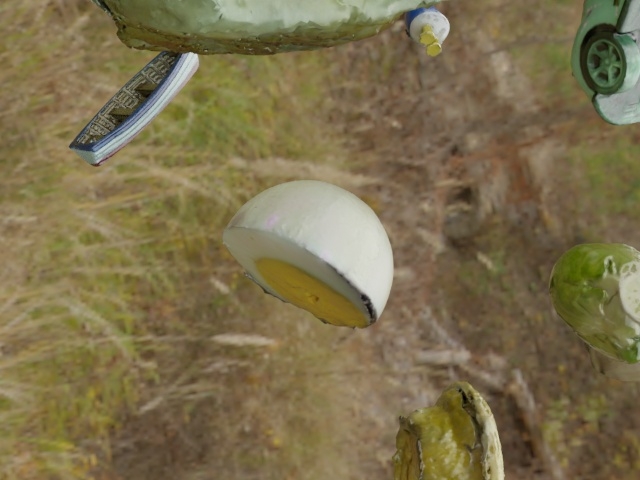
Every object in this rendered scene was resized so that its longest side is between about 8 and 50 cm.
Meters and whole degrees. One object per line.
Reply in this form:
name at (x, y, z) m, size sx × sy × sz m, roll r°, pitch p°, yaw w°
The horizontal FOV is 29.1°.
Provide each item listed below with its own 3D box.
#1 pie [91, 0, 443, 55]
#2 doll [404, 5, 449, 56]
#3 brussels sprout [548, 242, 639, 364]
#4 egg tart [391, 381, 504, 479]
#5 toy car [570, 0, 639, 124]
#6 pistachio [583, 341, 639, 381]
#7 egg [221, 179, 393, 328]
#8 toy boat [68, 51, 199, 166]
pie at (-0.038, -0.267, 1.230) m, size 0.418 × 0.395 × 0.180 m, roll -134°, pitch -145°, yaw -67°
doll at (0.135, -0.305, 1.648) m, size 0.098 × 0.058 × 0.142 m, roll 53°, pitch 18°, yaw -45°
brussels sprout at (0.323, 0.062, 1.363) m, size 0.117 × 0.155 × 0.155 m, roll -45°, pitch 129°, yaw -18°
egg tart at (0.204, 0.408, 2.116) m, size 0.345 × 0.133 × 0.345 m, roll -179°, pitch -90°, yaw -79°
toy car at (0.281, -0.243, 0.995) m, size 0.125 × 0.136 × 0.305 m, roll 50°, pitch -39°, yaw 37°
pistachio at (0.491, 0.137, 1.810) m, size 0.129 × 0.206 × 0.131 m, roll -59°, pitch 133°, yaw -83°
egg at (0.000, 0.000, 2.156) m, size 0.201 × 0.337 × 0.337 m, roll -60°, pitch 139°, yaw -20°
toy boat at (-0.226, -0.181, 1.570) m, size 0.229 × 0.080 × 0.046 m, roll -51°, pitch 127°, yaw -29°
